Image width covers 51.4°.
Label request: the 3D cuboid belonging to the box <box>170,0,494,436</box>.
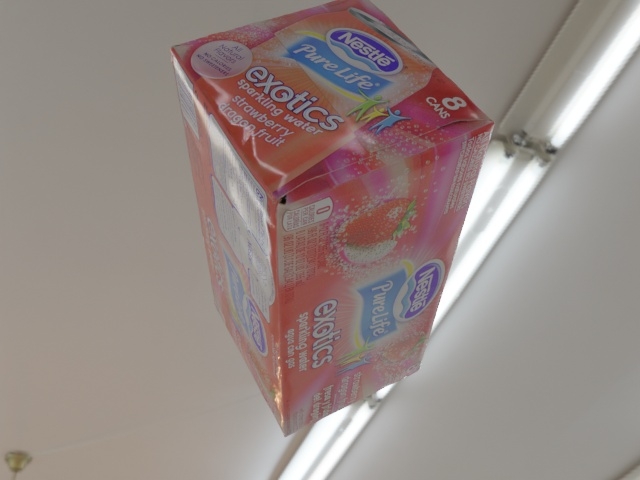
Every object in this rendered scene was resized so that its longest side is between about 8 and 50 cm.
[{"bbox_3d":[0.000,0.000,0.496,0.142,0.154,0.299,-22,-35,-18],"label":"box"}]
